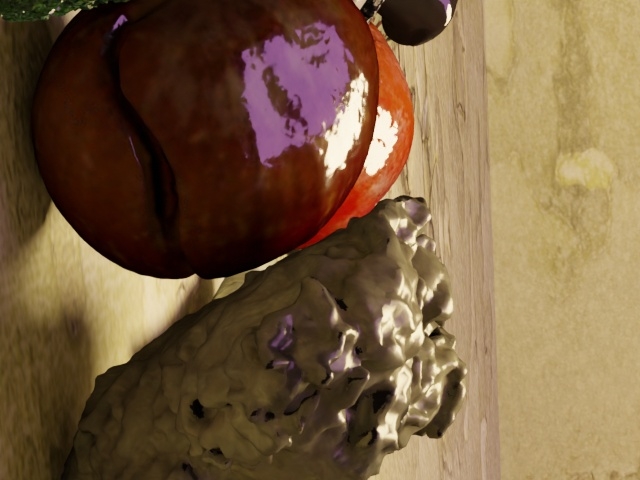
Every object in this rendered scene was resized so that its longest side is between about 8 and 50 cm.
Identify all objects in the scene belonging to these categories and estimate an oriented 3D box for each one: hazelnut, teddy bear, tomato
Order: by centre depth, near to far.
[{"bbox_3d":[-0.026,0.124,1.282,0.357,0.224,0.367,-49,-177,-21],"label":"teddy bear"},{"bbox_3d":[-0.080,-0.093,1.294,0.234,0.218,0.218,-29,129,-29],"label":"hazelnut"},{"bbox_3d":[-0.031,-0.084,1.528,0.208,0.208,0.185,49,41,-72],"label":"tomato"}]

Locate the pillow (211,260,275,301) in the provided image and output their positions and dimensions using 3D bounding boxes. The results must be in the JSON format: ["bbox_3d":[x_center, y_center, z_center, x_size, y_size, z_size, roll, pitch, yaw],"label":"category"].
[{"bbox_3d":[-0.074,0.099,1.643,0.254,0.078,0.144,-58,147,-67],"label":"pillow"}]

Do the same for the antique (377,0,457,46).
[{"bbox_3d":[0.033,-0.288,1.561,0.255,0.322,0.185,32,53,-44],"label":"antique"}]

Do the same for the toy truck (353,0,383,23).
[{"bbox_3d":[-0.048,-0.249,1.413,0.125,0.242,0.101,-53,171,7],"label":"toy truck"}]

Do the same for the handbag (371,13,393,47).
[{"bbox_3d":[0.001,-0.195,1.836,0.213,0.127,0.235,-50,174,4],"label":"handbag"}]

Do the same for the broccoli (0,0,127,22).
[{"bbox_3d":[-0.139,-0.246,0.961,0.308,0.307,0.275,75,-5,-51],"label":"broccoli"}]
